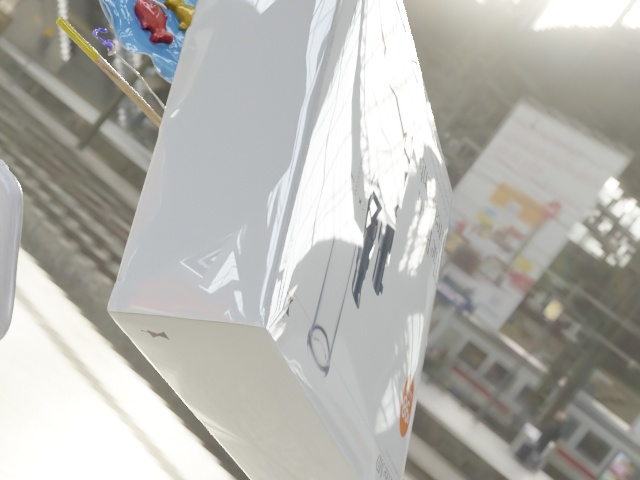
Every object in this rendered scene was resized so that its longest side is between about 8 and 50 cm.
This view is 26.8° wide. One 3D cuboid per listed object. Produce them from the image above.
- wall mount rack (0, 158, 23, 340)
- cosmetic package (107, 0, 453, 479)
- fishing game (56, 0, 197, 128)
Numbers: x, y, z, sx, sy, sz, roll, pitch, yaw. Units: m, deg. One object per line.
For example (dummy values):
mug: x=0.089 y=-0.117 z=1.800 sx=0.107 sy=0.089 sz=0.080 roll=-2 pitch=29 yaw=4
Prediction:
wall mount rack: x=-0.320 y=-0.007 z=0.611 sx=0.304 sy=0.130 sz=0.350 roll=9 pitch=7 yaw=27
cosmetic package: x=0.000 y=0.000 z=0.878 sx=0.097 sy=0.284 sz=0.377 roll=7 pitch=-25 yaw=17
fishing game: x=-0.105 y=-0.206 z=1.159 sx=0.189 sy=0.264 sz=0.041 roll=49 pitch=-45 yaw=-1
